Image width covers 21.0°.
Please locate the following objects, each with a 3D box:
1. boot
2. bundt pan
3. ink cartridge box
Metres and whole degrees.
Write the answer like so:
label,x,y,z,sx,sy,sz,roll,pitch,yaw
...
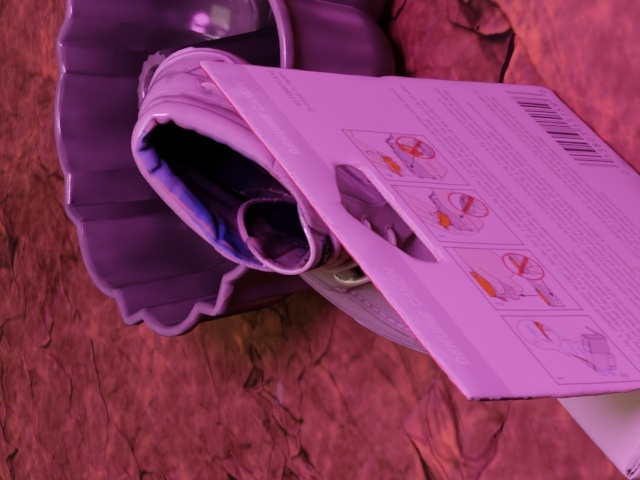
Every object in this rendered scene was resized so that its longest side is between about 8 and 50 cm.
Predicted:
label,x,y,z,sx,sy,sz,roll,pitch,yaw
boot,0.000,0.000,0.972,0.095,0.258,0.123,-50,10,22
bundt pan,-0.060,-0.100,1.185,0.331,0.124,0.331,1,92,58
ink cartridge box,0.089,0.009,0.855,0.275,0.239,0.060,52,131,43
